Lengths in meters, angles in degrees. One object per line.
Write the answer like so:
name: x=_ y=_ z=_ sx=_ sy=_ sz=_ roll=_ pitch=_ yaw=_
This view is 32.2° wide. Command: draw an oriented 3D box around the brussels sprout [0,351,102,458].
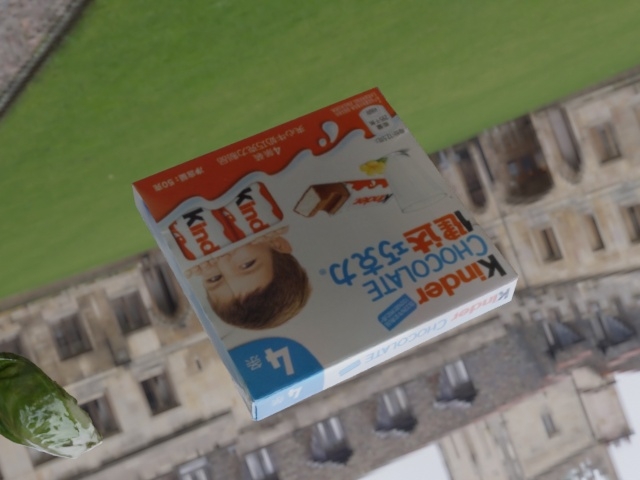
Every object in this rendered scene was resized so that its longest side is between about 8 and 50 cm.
brussels sprout: x=-0.372 y=0.218 z=1.447 sx=0.100 sy=0.181 sz=0.139 roll=-36 pitch=174 yaw=-33

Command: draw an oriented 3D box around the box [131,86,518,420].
box: x=0.000 y=0.000 z=1.036 sx=0.273 sy=0.265 sz=0.048 roll=-24 pitch=150 yaw=-18
